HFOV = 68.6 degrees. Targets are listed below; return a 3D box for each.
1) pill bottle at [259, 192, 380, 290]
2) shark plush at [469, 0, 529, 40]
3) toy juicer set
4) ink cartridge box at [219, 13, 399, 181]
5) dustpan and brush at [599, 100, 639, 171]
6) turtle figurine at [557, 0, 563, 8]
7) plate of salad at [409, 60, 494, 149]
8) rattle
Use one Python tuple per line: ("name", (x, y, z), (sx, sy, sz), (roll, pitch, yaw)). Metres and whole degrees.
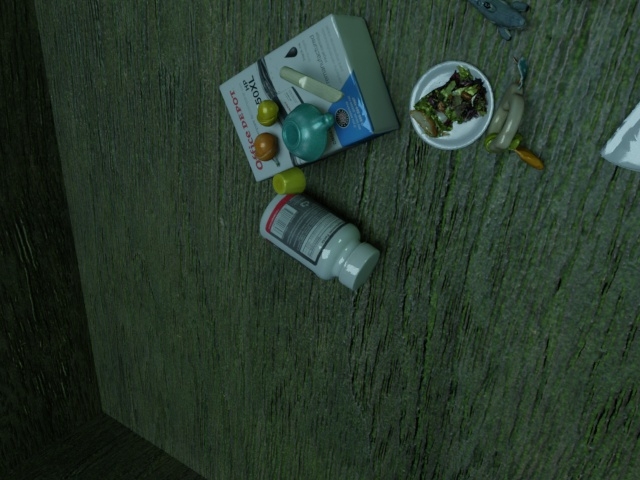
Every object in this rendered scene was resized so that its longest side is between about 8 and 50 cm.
("pill bottle", (0.000, 0.000, 1.314), (0.318, 0.176, 0.177), (34, 122, 20))
("shark plush", (0.358, -0.485, 0.965), (0.161, 0.067, 0.073), (48, 126, 11))
("toy juicer set", (-0.058, -0.280, 1.108), (0.209, 0.089, 0.329), (53, 137, 20))
("ink cartridge box", (-0.037, -0.350, 1.219), (0.394, 0.166, 0.286), (-16, 98, 37))
("dustpan and brush", (0.670, -0.168, 0.881), (0.211, 0.060, 0.147), (42, 127, 23))
("turtle figurine", (0.485, -0.534, 0.837), (0.234, 0.118, 0.175), (-64, 28, 30))
("plate of salad", (0.295, -0.309, 1.083), (0.199, 0.048, 0.200), (12, 112, 31))
("rattle", (0.439, -0.270, 0.989), (0.142, 0.130, 0.200), (20, 91, 15))
